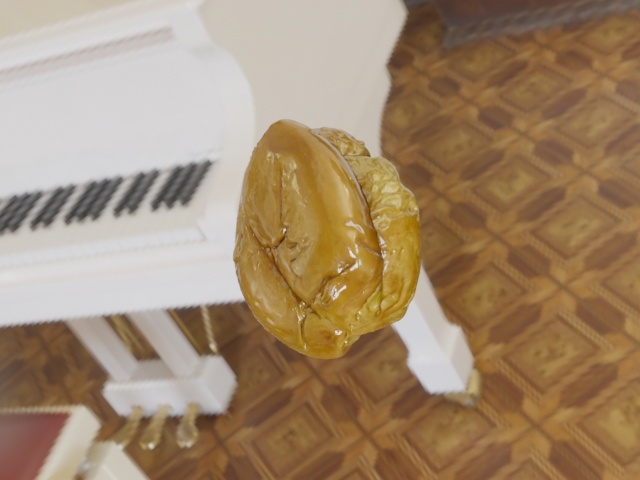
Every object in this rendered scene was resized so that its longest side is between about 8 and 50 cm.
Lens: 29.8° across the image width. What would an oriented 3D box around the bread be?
[{"bbox_3d":[0.000,0.000,0.419,0.046,0.081,0.083,-16,-12,-30],"label":"bread"}]
